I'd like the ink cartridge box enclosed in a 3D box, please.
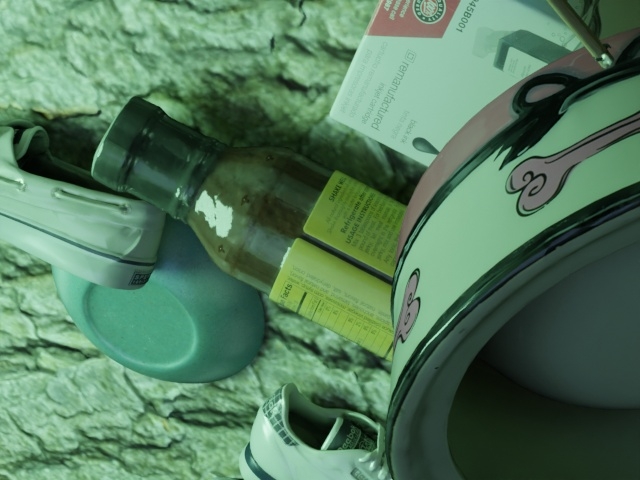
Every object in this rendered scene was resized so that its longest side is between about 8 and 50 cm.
[{"bbox_3d":[0.136,-0.108,1.135,0.217,0.092,0.159,26,135,1],"label":"ink cartridge box"}]

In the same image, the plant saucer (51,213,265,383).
[{"bbox_3d":[-0.142,0.056,1.444,0.194,0.037,0.195,13,132,15],"label":"plant saucer"}]

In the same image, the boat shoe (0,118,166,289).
[{"bbox_3d":[-0.243,-0.052,1.369,0.267,0.096,0.088,26,106,14],"label":"boat shoe"}]

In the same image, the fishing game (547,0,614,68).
[{"bbox_3d":[0.094,-0.211,0.958,0.041,0.264,0.189,-34,133,15],"label":"fishing game"}]

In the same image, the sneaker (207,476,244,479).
[{"bbox_3d":[-0.011,0.293,1.492,0.235,0.153,0.094,47,119,17],"label":"sneaker"}]

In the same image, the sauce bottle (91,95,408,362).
[{"bbox_3d":[0.000,0.000,1.280,0.344,0.111,0.111,29,134,2],"label":"sauce bottle"}]

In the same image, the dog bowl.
[{"bbox_3d":[0.224,0.031,1.065,0.407,0.150,0.408,-8,142,-7],"label":"dog bowl"}]

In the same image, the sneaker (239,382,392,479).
[{"bbox_3d":[0.048,0.205,1.451,0.235,0.090,0.095,26,125,1],"label":"sneaker"}]
